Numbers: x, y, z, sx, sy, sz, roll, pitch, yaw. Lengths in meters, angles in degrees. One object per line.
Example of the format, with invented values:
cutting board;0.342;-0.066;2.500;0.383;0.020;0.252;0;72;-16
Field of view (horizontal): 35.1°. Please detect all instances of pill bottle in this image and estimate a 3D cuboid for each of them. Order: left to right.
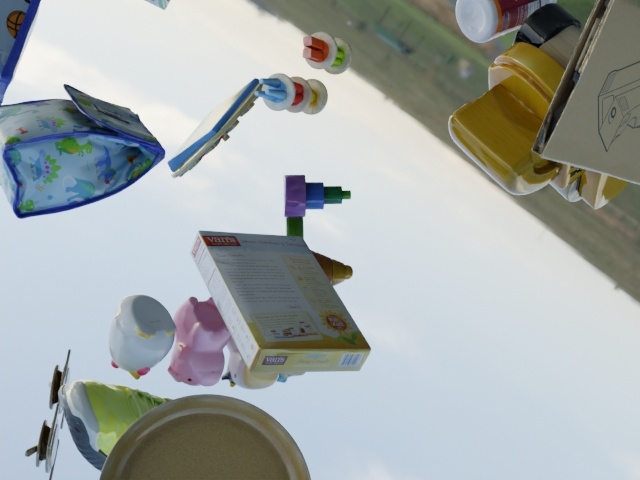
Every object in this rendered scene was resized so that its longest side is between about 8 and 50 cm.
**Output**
pill bottle;0.290;-0.366;1.565;0.152;0.086;0.086;-25;-130;-29

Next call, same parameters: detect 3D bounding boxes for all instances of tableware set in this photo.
tableware set;-0.436;0.281;1.629;0.039;0.128;0.194;7;-133;-8

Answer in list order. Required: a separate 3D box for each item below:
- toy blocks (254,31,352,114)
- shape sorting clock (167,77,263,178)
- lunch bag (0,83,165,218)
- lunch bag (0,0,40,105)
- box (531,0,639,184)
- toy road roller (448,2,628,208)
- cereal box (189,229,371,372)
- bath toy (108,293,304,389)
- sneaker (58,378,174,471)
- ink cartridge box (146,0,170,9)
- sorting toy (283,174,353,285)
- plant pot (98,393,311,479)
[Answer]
toy blocks;-0.027;-0.233;1.398;0.054;0.123;0.148;38;-161;20
shape sorting clock;-0.156;-0.171;1.559;0.040;0.206;0.206;46;-171;-16
lunch bag;-0.240;-0.093;0.990;0.151;0.096;0.129;-12;-152;-21
lunch bag;-0.614;-0.434;1.651;0.328;0.385;0.239;20;158;-22
box;0.306;-0.143;1.009;0.201;0.164;0.021;9;-162;-44
toy road roller;0.317;-0.156;1.474;0.202;0.240;0.329;49;169;27
cereal box;-0.057;0.078;1.357;0.173;0.047;0.240;4;-144;-32
bath toy;-0.178;0.166;1.568;0.348;0.129;0.151;7;-134;-41
sneaker;-0.251;0.277;1.525;0.145;0.147;0.384;63;-171;31
ink cartridge box;-0.258;-0.493;1.535;0.171;0.235;0.056;27;171;2
sorting toy;0.000;0.000;1.685;0.126;0.127;0.365;-1;153;-3
plant pot;-0.126;0.289;1.114;0.236;0.236;0.032;34;169;1
